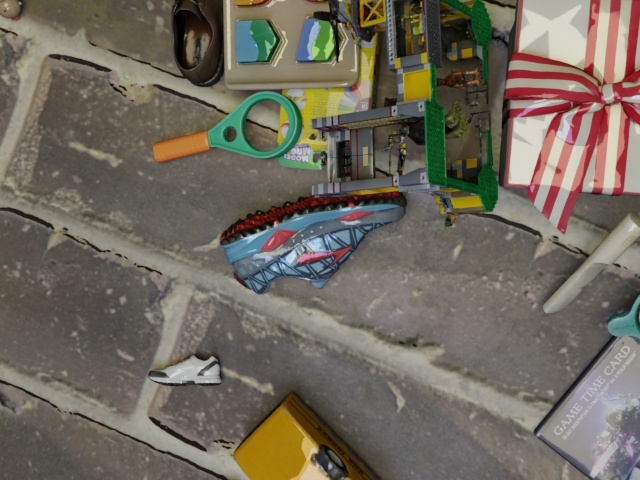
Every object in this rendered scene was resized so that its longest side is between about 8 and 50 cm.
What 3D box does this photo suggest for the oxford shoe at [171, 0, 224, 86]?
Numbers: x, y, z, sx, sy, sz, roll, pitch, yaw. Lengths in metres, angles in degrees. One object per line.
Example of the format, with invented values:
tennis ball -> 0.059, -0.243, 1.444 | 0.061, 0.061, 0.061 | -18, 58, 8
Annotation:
oxford shoe -> -0.165, -0.334, 1.261 | 0.082, 0.096, 0.227 | 0, 91, 10

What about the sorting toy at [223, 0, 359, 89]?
sorting toy -> -0.043, -0.308, 1.222 | 0.192, 0.038, 0.208 | 1, 92, 16

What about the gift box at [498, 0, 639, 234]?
gift box -> 0.349, -0.148, 1.112 | 0.255, 0.258, 0.277 | -1, 91, 9

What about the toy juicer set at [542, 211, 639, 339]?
toy juicer set -> 0.466, 0.061, 1.135 | 0.328, 0.089, 0.209 | 10, 129, 4

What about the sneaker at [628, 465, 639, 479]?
sneaker -> 0.507, 0.343, 1.183 | 0.212, 0.080, 0.094 | 6, 82, 9

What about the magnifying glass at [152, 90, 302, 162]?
magnifying glass -> -0.133, -0.147, 1.272 | 0.230, 0.026, 0.092 | -11, 87, 24

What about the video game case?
video game case -> 0.460, 0.275, 1.232 | 0.274, 0.026, 0.196 | 38, 97, 6

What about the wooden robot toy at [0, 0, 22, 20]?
wooden robot toy -> -0.454, -0.365, 1.329 | 0.173, 0.076, 0.079 | -15, 125, 8

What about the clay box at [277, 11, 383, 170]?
clay box -> 0.013, -0.208, 1.260 | 0.127, 0.053, 0.222 | 7, 95, 11

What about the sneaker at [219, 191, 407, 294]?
sneaker -> 0.000, 0.000, 1.265 | 0.261, 0.104, 0.125 | -16, 112, 8

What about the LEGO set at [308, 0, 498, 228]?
LEGO set -> 0.095, -0.173, 1.167 | 0.192, 0.255, 0.332 | -4, 93, 34

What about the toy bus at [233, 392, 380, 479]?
toy bus -> 0.034, 0.370, 1.244 | 0.332, 0.130, 0.108 | 45, 97, 4

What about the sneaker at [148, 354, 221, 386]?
sneaker -> -0.196, 0.190, 1.321 | 0.109, 0.040, 0.044 | -2, 76, 5
